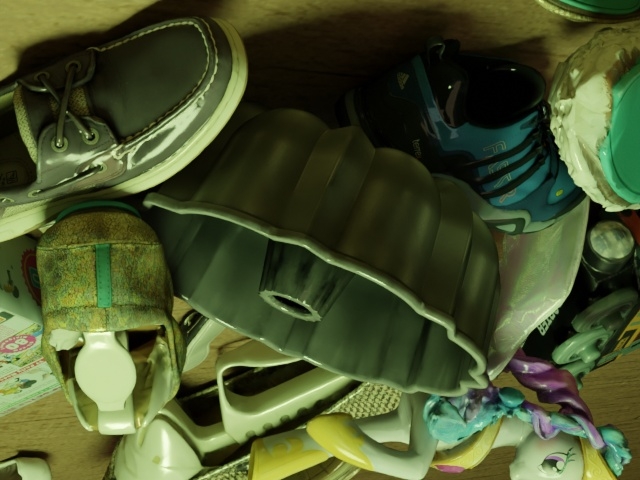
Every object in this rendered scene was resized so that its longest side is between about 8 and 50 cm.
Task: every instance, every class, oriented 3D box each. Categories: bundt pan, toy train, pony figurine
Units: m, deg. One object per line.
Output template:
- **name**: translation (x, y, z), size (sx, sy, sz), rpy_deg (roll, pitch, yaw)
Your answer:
- **bundt pan**: translation (0.000, 0.000, 1.158), size (0.330, 0.124, 0.331), rpy_deg (22, 162, 7)
- **toy train**: translation (0.318, 0.055, 1.645), size (0.190, 0.142, 0.334), rpy_deg (-24, 157, -18)
- **pony figurine**: translation (0.125, 0.108, 1.423), size (0.363, 0.351, 0.303), rpy_deg (8, 149, -9)

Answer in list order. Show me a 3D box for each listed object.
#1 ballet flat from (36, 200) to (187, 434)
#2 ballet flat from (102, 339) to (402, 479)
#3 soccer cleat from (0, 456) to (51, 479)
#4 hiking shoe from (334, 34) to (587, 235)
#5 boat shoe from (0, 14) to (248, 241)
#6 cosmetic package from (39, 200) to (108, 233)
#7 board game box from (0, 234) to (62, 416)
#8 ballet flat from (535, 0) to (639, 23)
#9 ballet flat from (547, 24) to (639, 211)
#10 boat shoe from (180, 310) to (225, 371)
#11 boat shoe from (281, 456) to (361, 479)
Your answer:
- **ballet flat**: translation (-0.165, 0.091, 1.160), size (0.123, 0.123, 0.348), rpy_deg (-14, 156, -10)
- **ballet flat**: translation (-0.094, 0.199, 1.671), size (0.482, 0.164, 0.182), rpy_deg (-27, 134, 6)
- **soccer cleat**: translation (-0.415, 0.316, 1.774), size (0.196, 0.068, 0.076), rpy_deg (-32, 148, 14)
- **hiking shoe**: translation (0.157, -0.085, 1.237), size (0.304, 0.113, 0.132), rpy_deg (9, 145, -46)
- **boat shoe**: translation (-0.183, -0.078, 1.034), size (0.285, 0.103, 0.092), rpy_deg (-23, 161, 25)
- **cosmetic package**: translation (-0.199, -0.019, 1.199), size (0.041, 0.060, 0.115), rpy_deg (-20, 155, 4)
- **board game box**: translation (-0.342, 0.076, 1.261), size (0.224, 0.098, 0.303), rpy_deg (-25, 155, 15)
- **ballet flat**: translation (0.233, -0.193, 1.118), size (0.206, 0.073, 0.067), rpy_deg (-4, 167, -21)
- **ballet flat**: translation (0.264, -0.103, 1.195), size (0.147, 0.147, 0.409), rpy_deg (-33, 162, 30)
- **boat shoe**: translation (-0.130, 0.095, 1.522), size (0.046, 0.038, 0.125), rpy_deg (-27, 164, -29)
- **boat shoe**: translation (-0.070, 0.346, 2.002), size (0.341, 0.122, 0.110), rpy_deg (-30, 153, 22)
